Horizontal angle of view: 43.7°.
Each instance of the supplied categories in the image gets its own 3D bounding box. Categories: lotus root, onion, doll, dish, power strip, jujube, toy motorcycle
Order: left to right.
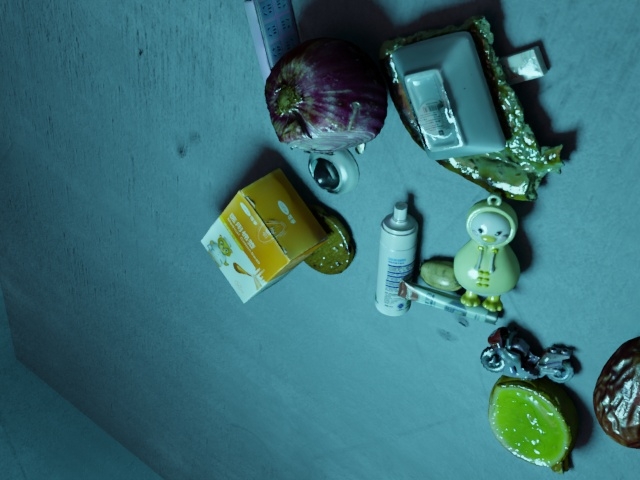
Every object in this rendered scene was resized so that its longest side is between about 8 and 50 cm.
[{"bbox_3d":[-0.094,-0.426,1.767,0.038,0.109,0.278,14,129,40],"label":"power strip"},{"bbox_3d":[0.013,-0.159,1.900,0.141,0.078,0.141,25,134,28],"label":"dish"},{"bbox_3d":[0.023,-0.306,1.669,0.230,0.272,0.256,-34,89,39],"label":"onion"},{"bbox_3d":[0.229,-0.258,1.522,0.182,0.080,0.243,-4,118,43],"label":"dish"},{"bbox_3d":[0.286,0.083,1.846,0.152,0.063,0.072,8,115,43],"label":"lotus root"},{"bbox_3d":[0.351,0.024,1.677,0.141,0.117,0.296,13,138,20],"label":"doll"},{"bbox_3d":[0.466,0.255,1.805,0.213,0.082,0.122,5,123,26],"label":"toy motorcycle"},{"bbox_3d":[0.640,0.304,1.594,0.183,0.183,0.243,26,134,26],"label":"jujube"}]

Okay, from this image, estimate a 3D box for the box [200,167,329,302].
[{"bbox_3d":[-0.152,-0.006,2.079,0.225,0.143,0.341,55,145,4],"label":"box"}]

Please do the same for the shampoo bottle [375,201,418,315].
[{"bbox_3d":[0.180,0.040,1.888,0.092,0.092,0.303,24,134,28],"label":"shampoo bottle"}]

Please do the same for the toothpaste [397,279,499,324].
[{"bbox_3d":[0.296,0.144,1.855,0.239,0.039,0.062,17,139,13],"label":"toothpaste"}]

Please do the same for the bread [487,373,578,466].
[{"bbox_3d":[0.497,0.419,1.881,0.236,0.070,0.236,22,126,34],"label":"bread"}]

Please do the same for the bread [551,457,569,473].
[{"bbox_3d":[0.578,0.526,1.938,0.047,0.036,0.083,8,122,38],"label":"bread"}]

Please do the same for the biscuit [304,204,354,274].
[{"bbox_3d":[0.000,0.000,2.065,0.212,0.036,0.212,27,136,28],"label":"biscuit"}]

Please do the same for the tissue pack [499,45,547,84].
[{"bbox_3d":[0.365,-0.322,1.490,0.108,0.023,0.056,-10,113,47],"label":"tissue pack"}]

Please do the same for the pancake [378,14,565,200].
[{"bbox_3d":[0.287,-0.243,1.573,0.426,0.067,0.305,57,146,-7],"label":"pancake"}]
